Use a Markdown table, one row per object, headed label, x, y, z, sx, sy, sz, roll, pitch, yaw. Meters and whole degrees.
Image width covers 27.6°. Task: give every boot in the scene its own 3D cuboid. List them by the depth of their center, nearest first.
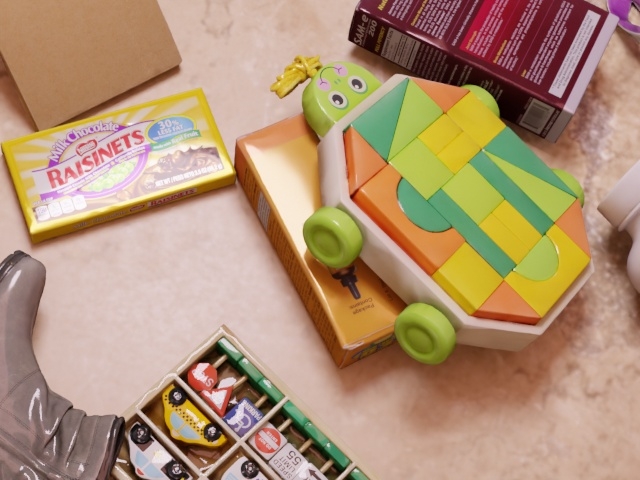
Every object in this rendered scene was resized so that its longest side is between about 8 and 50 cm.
| label | x | y | z | sx | sy | sz | roll | pitch | yaw |
| --- | --- | --- | --- | --- | --- | --- | --- | --- | --- |
| boot | -0.238 | 0.142 | 1.128 | 0.161 | 0.083 | 0.246 | 14 | 75 | 9 |

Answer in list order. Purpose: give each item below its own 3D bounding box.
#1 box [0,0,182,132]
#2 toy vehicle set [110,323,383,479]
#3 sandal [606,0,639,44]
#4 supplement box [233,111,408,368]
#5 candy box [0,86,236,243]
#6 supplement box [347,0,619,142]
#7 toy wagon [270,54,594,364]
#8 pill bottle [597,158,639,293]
| label | x | y | z | sx | sy | sz | roll | pitch | yaw |
| --- | --- | --- | --- | --- | --- | --- | --- | --- | --- |
| box | -0.243 | -0.228 | 1.254 | 0.164 | 0.021 | 0.201 | -29 | 116 | -16 |
| toy vehicle set | -0.054 | 0.222 | 1.153 | 0.267 | 0.035 | 0.166 | 43 | 69 | 11 |
| sandal | 0.346 | -0.265 | 1.343 | 0.102 | 0.169 | 0.416 | -24 | 60 | -19 |
| supplement box | 0.000 | 0.000 | 1.231 | 0.078 | 0.080 | 0.233 | -23 | 71 | -15 |
| candy box | -0.195 | -0.075 | 1.262 | 0.206 | 0.027 | 0.105 | -18 | 68 | -14 |
| supplement box | 0.163 | -0.213 | 1.318 | 0.239 | 0.073 | 0.130 | 28 | 68 | 4 |
| toy wagon | 0.096 | -0.054 | 1.212 | 0.344 | 0.068 | 0.267 | 46 | 51 | 3 |
| pill bottle | 0.417 | 0.040 | 1.212 | 0.181 | 0.181 | 0.323 | -40 | 77 | -20 |
